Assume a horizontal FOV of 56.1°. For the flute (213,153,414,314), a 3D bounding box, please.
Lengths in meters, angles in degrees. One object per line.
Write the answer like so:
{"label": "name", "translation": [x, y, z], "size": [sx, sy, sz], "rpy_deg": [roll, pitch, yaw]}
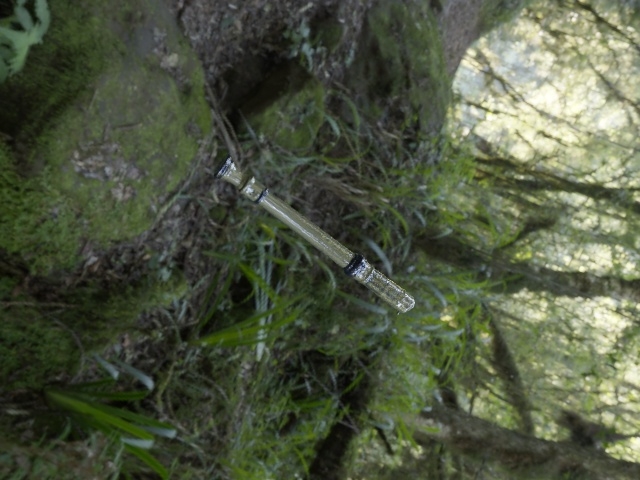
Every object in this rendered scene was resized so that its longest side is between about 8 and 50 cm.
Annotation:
{"label": "flute", "translation": [0.000, 0.000, 0.562], "size": [0.027, 0.233, 0.027], "rpy_deg": [-47, -162, 20]}
